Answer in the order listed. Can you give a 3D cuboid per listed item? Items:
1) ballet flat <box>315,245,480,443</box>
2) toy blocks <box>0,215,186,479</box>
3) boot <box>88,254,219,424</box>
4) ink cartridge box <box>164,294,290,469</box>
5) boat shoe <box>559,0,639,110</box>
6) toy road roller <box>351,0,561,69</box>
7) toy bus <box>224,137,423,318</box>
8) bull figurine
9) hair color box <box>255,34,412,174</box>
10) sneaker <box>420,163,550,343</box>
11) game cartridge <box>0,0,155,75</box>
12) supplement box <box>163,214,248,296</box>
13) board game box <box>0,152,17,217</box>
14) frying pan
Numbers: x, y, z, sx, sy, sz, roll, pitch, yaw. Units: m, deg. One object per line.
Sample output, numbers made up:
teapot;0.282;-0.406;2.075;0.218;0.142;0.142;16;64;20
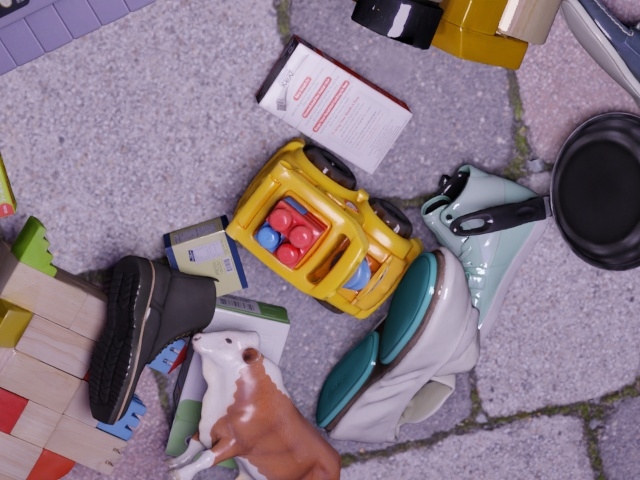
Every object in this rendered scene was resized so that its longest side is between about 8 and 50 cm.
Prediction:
ballet flat;0.117;0.135;1.904;0.139;0.139;0.400;16;144;-13
toy blocks;-0.337;0.189;1.931;0.261;0.191;0.381;29;93;-29
boot;-0.190;0.125;1.872;0.137;0.077;0.198;12;95;-44
ink cartridge box;-0.120;0.176;2.001;0.109;0.062;0.209;14;106;-13
boat shoe;0.390;-0.220;1.921;0.079;0.095;0.254;-43;98;3
toy road roller;0.121;-0.341;1.822;0.329;0.240;0.202;4;112;-49
toy bus;0.000;0.000;1.867;0.220;0.211;0.149;39;102;-1
bull figurine;-0.087;0.244;1.931;0.188;0.101;0.310;-42;126;-5
hair color box;0.016;-0.164;1.914;0.167;0.053;0.093;31;103;-17
sneaker;0.163;0.028;1.974;0.151;0.094;0.256;27;93;-21
game cartridge;-0.359;-0.363;1.738;0.230;0.068;0.355;-27;125;3
supplement box;-0.142;0.025;1.951;0.083;0.056;0.083;-17;110;-2
board game box;-0.463;-0.056;1.887;0.181;0.043;0.092;-15;110;-3
frying pan;0.314;-0.025;1.952;0.326;0.053;0.197;-35;105;-19
